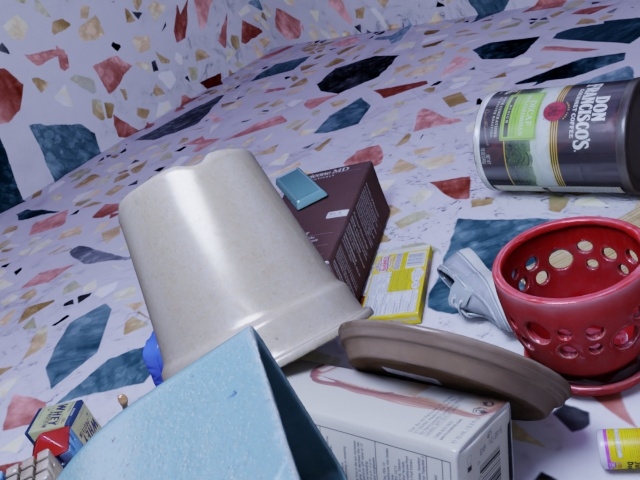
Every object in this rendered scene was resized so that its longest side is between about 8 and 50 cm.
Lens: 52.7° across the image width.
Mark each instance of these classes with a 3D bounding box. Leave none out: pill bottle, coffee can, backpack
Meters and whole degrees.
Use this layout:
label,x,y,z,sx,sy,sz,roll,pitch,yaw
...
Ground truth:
label,x,y,z,sx,sy,sz,roll,pitch,yaw
pill bottle,0.349,0.227,0.708,0.083,0.043,0.043,-10,30,23
coffee can,0.455,-0.188,1.203,0.275,0.201,0.201,5,38,42
backpack,-0.235,0.198,1.094,0.101,0.120,0.098,-12,28,19

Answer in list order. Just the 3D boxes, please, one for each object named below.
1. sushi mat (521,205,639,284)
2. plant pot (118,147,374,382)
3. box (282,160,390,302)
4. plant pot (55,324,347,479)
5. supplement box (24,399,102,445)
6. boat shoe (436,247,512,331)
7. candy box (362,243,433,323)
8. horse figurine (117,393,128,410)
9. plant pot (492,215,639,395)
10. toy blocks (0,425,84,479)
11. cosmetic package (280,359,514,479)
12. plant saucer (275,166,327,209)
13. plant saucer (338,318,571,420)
label,x,y,z,sx,sy,sz,roll,pitch,yaw
sushi mat,0.484,0.014,1.017,0.317,0.019,0.151,-26,27,-10
plant pot,-0.139,0.046,0.958,0.334,0.305,0.334,-27,-4,-2
box,0.000,0.000,1.264,0.191,0.143,0.381,-10,28,23
plant pot,-0.094,0.274,0.517,0.252,0.247,0.248,-27,36,-1
supplement box,-0.415,0.315,1.055,0.083,0.083,0.056,-14,30,13
boat shoe,0.241,0.087,1.013,0.081,0.079,0.227,-30,22,5
candy box,0.137,0.078,1.143,0.105,0.027,0.206,-12,29,24
horse figurine,-0.192,0.312,0.850,0.066,0.174,0.263,-26,40,-26
plant pot,0.331,0.087,0.829,0.191,0.174,0.191,-17,29,9
toy blocks,-0.288,0.353,0.705,0.191,0.260,0.381,-26,28,-8
cosmetic package,0.057,0.245,0.743,0.296,0.153,0.129,4,15,38
plant saucer,-0.045,-0.112,1.333,0.067,0.018,0.192,-28,25,-6
plant saucer,0.150,0.160,0.769,0.278,0.278,0.041,3,66,39
